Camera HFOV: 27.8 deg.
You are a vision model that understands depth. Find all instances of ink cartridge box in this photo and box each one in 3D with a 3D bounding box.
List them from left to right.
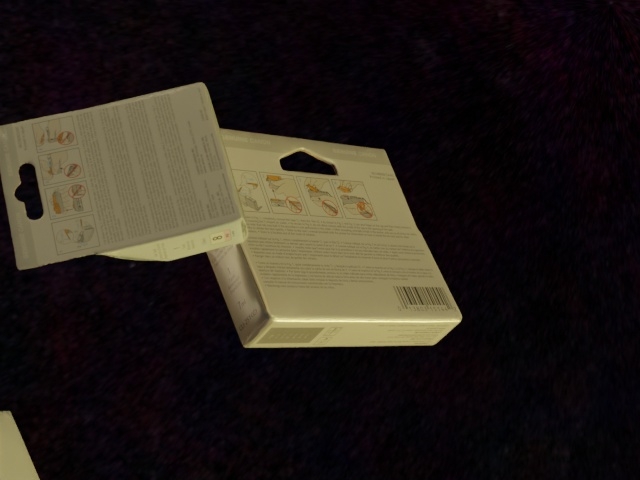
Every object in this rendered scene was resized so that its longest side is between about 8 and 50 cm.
[{"bbox_3d":[-0.210,-0.060,1.363,0.232,0.066,0.189,-16,60,-4],"label":"ink cartridge box"},{"bbox_3d":[0.000,0.000,1.524,0.066,0.296,0.261,-46,54,37],"label":"ink cartridge box"}]

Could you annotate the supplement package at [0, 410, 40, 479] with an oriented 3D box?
[{"bbox_3d":[-0.425,0.291,1.342,0.244,0.139,0.134,-32,73,15],"label":"supplement package"}]
